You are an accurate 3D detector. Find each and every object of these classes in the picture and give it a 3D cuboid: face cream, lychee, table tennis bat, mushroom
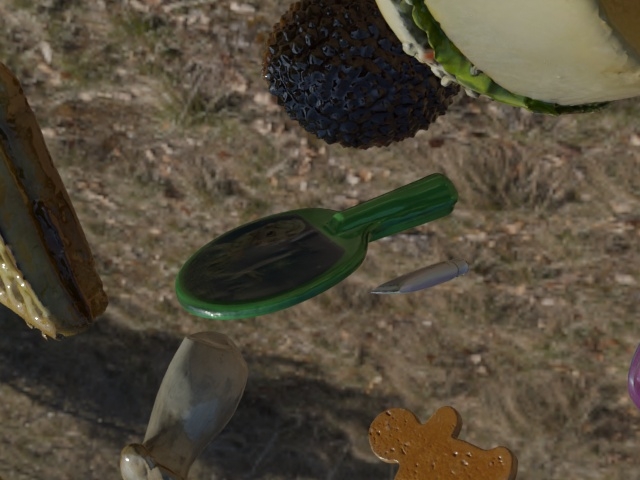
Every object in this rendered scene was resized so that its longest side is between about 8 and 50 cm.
[{"bbox_3d":[0.094,0.036,0.825,0.115,0.020,0.038,-16,-173,-42],"label":"face cream"},{"bbox_3d":[0.053,-0.243,1.222,0.267,0.267,0.267,4,170,1],"label":"lychee"},{"bbox_3d":[0.000,0.000,0.750,0.257,0.039,0.160,-21,-154,-14],"label":"table tennis bat"},{"bbox_3d":[-0.150,0.196,1.015,0.088,0.212,0.097,10,141,29],"label":"mushroom"}]

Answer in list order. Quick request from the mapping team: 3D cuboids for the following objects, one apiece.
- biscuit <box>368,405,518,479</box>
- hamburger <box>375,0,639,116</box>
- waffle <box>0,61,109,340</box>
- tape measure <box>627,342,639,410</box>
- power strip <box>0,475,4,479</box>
[{"bbox_3d":[0.178,0.337,1.361,0.250,0.165,0.036,24,168,39],"label":"biscuit"},{"bbox_3d":[0.143,-0.215,0.527,0.300,0.300,0.176,13,-179,-42],"label":"hamburger"},{"bbox_3d":[-0.370,-0.055,1.011,0.098,0.328,0.224,-37,-141,-28],"label":"waffle"},{"bbox_3d":[0.454,0.125,0.977,0.149,0.231,0.245,39,-176,39],"label":"tape measure"},{"bbox_3d":[-0.497,0.321,1.262,0.044,0.305,0.064,-43,-178,-38],"label":"power strip"}]
